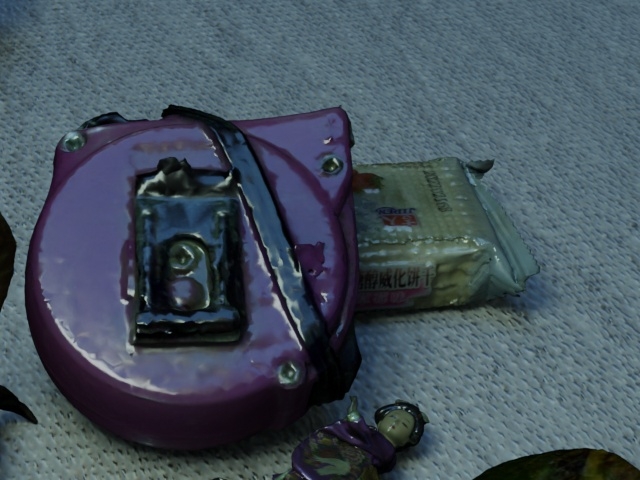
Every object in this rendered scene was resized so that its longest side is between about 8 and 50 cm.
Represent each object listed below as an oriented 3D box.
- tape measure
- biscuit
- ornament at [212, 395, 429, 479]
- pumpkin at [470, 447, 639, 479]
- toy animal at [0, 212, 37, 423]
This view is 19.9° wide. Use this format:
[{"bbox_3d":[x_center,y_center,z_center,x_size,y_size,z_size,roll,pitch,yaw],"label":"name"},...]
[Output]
[{"bbox_3d":[-0.086,0.016,1.250,0.232,0.149,0.245,-3,68,-9],"label":"tape measure"},{"bbox_3d":[0.000,0.002,1.416,0.309,0.079,0.186,-2,31,-8],"label":"biscuit"},{"bbox_3d":[0.010,0.147,1.185,0.088,0.081,0.203,19,36,24],"label":"ornament"},{"bbox_3d":[0.138,0.212,1.070,0.163,0.111,0.278,-18,38,-19],"label":"pumpkin"},{"bbox_3d":[-0.245,0.132,1.184,0.272,0.197,0.160,-40,53,14],"label":"toy animal"}]
